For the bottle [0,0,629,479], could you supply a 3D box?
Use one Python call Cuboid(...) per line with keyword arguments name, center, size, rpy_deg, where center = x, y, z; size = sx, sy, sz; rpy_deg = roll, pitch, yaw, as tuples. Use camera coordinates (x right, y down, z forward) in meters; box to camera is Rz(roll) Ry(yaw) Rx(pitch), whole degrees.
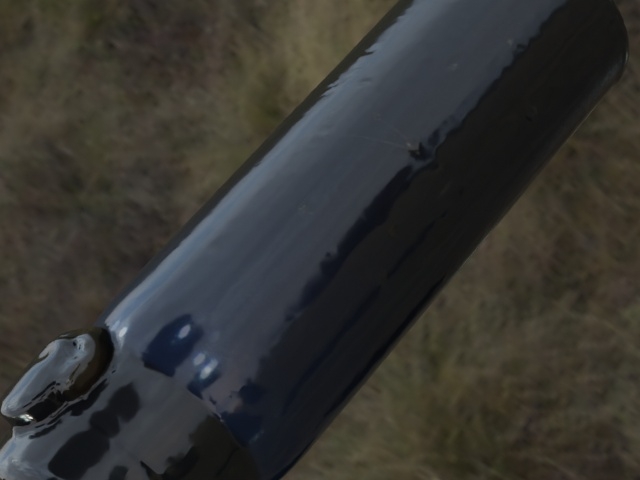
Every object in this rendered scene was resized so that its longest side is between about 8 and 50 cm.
Cuboid(name="bottle", center=(0.000, 0.000, 0.556), size=(0.072, 0.082, 0.244), rpy_deg=(-1, 42, 52))
